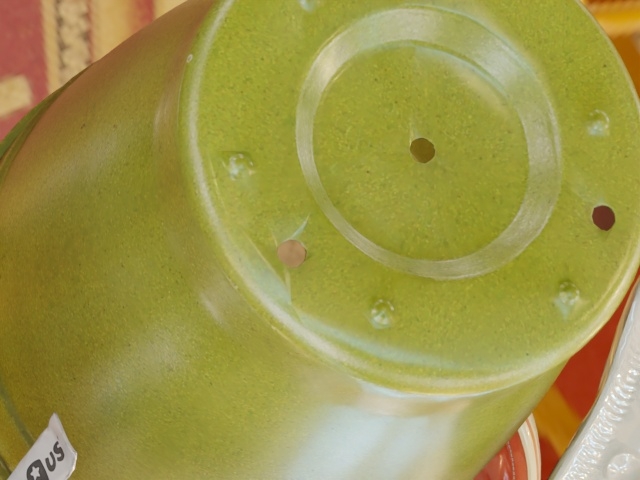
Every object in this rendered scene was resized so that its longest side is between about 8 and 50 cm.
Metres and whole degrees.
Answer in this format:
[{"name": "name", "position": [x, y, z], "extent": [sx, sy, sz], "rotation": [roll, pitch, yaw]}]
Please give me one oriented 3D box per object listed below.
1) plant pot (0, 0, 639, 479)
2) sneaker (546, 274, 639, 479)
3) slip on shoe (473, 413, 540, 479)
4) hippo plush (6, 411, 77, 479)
[{"name": "plant pot", "position": [0.000, 0.000, 0.969], "extent": [0.366, 0.367, 0.353], "rotation": [-13, 169, -22]}, {"name": "sneaker", "position": [0.221, 0.115, 1.049], "extent": [0.323, 0.130, 0.236], "rotation": [-54, 163, -14]}, {"name": "slip on shoe", "position": [0.062, 0.234, 1.239], "extent": [0.101, 0.123, 0.331], "rotation": [-16, 131, -58]}, {"name": "hippo plush", "position": [-0.208, 0.253, 0.858], "extent": [0.236, 0.234, 0.294], "rotation": [-57, 173, -52]}]
